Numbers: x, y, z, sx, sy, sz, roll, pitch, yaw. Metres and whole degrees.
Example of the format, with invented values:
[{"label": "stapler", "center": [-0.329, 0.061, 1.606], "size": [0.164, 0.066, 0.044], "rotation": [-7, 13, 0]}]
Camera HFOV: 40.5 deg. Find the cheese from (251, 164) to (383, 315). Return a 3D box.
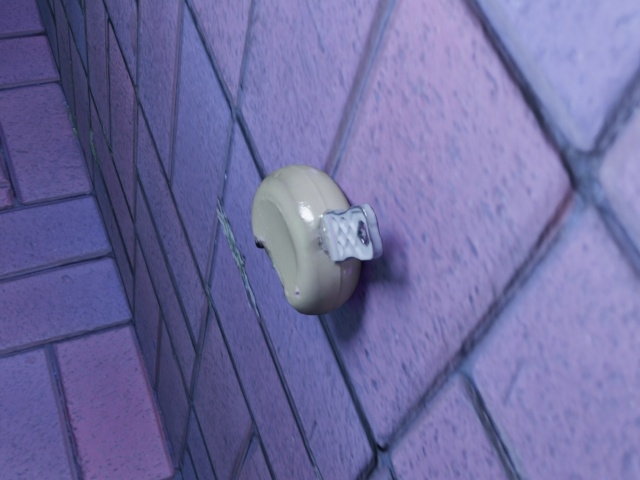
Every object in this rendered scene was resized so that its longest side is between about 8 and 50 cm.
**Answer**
[{"label": "cheese", "center": [-0.004, -0.020, 0.862], "size": [0.249, 0.071, 0.163], "rotation": [123, 129, -64]}]
